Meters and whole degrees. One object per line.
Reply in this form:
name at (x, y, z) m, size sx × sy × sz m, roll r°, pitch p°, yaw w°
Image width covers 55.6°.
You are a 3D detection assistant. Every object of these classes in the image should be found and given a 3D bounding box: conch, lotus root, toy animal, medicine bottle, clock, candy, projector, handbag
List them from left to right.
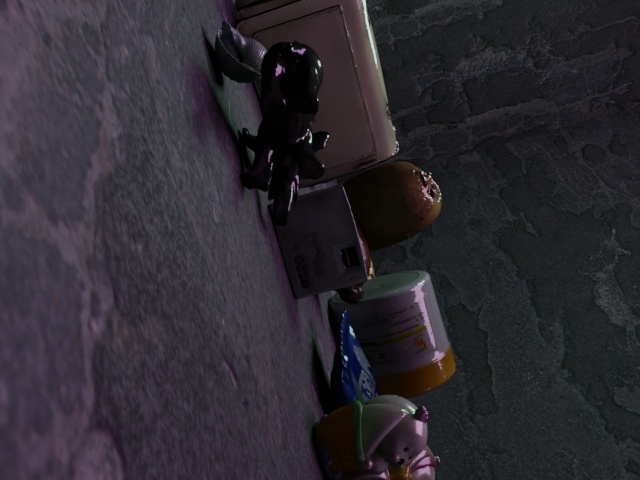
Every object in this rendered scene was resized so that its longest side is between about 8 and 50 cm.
conch at (-0.106, -0.232, 0.777) m, size 0.085 × 0.056 × 0.076 m, roll 30°, pitch 38°, yaw -21°
toy animal at (-0.036, -0.131, 0.760) m, size 0.146 × 0.115 × 0.245 m, roll -95°, pitch -159°, yaw -49°
projector at (0.000, 0.000, 0.903) m, size 0.061 × 0.115 × 0.147 m, roll -60°, pitch 135°, yaw -81°
handbag at (0.002, -0.304, 1.152) m, size 0.160 × 0.237 × 0.358 m, roll -96°, pitch 170°, yaw -51°
lotus root at (0.033, 0.027, 1.155) m, size 0.120 × 0.120 × 0.209 m, roll -89°, pitch 161°, yaw -73°
candy at (0.062, 0.286, 0.978) m, size 0.187 × 0.077 × 0.331 m, roll -86°, pitch 162°, yaw -69°
lotus root at (0.096, -0.049, 1.251) m, size 0.169 × 0.343 × 0.151 m, roll 21°, pitch 56°, yaw -38°
clock at (0.080, 0.279, 0.793) m, size 0.103 × 0.144 × 0.231 m, roll -97°, pitch 172°, yaw -47°
medicine bottle at (0.159, 0.208, 1.359) m, size 0.238 × 0.238 × 0.231 m, roll -67°, pitch 139°, yaw -82°

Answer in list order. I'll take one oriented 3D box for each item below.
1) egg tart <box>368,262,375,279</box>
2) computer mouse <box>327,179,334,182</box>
egg tart at (0.114, 0.112, 1.875) m, size 0.290 × 0.116 × 0.290 m, roll -13°, pitch 90°, yaw -85°
computer mouse at (-0.001, -0.260, 1.708) m, size 0.374 × 0.114 × 0.203 m, roll 12°, pitch 65°, yaw -76°
